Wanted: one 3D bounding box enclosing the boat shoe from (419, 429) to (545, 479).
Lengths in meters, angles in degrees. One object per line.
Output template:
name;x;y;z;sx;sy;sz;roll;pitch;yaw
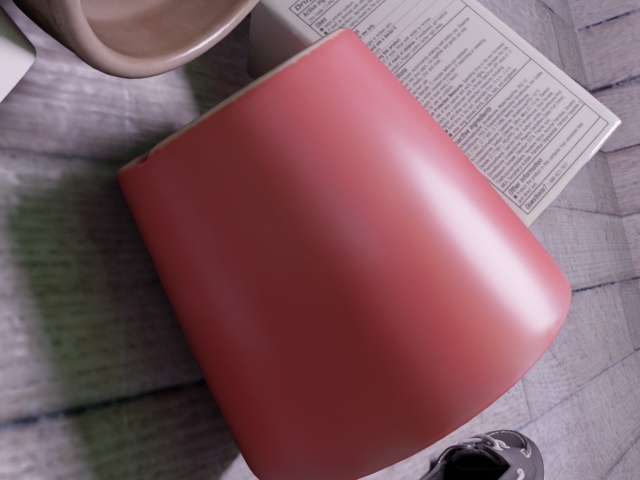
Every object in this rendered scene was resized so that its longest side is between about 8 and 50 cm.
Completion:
boat shoe;0.156;0.265;0.892;0.335;0.112;0.095;-32;109;-56

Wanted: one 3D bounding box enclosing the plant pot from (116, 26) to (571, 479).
plant pot;0.000;0.000;0.619;0.243;0.275;0.275;57;32;-11

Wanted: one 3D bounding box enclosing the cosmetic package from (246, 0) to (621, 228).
cosmetic package;0.090;-0.129;0.762;0.296;0.129;0.153;44;70;8

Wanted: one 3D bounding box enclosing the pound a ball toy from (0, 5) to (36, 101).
pound a ball toy;-0.257;-0.192;0.368;0.319;0.136;0.208;56;34;-31

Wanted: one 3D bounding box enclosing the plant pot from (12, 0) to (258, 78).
plant pot;-0.136;-0.257;0.476;0.229;0.263;0.263;33;29;11
